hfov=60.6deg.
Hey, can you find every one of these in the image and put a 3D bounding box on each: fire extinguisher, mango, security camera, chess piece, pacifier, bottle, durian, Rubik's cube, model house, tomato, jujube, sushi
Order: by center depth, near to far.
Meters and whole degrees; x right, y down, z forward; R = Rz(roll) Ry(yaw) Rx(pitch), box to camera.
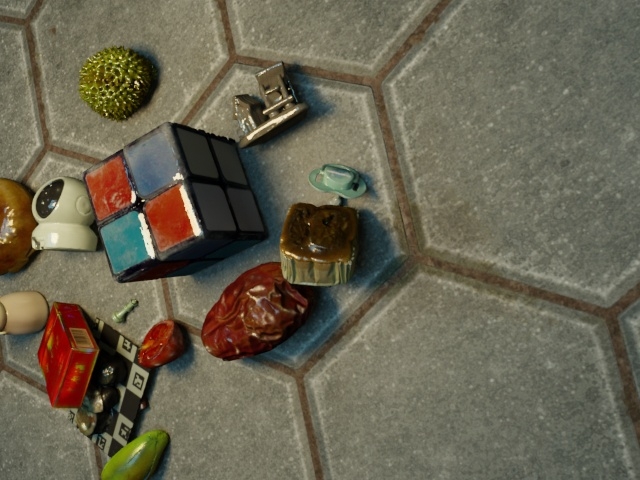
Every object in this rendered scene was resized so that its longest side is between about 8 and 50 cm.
[{"bbox_3d":[0.040,-0.135,1.405,0.150,0.127,0.116,8,134,-2],"label":"pacifier"},{"bbox_3d":[-0.179,0.193,1.443,0.342,0.216,0.216,-38,75,31],"label":"jujube"},{"bbox_3d":[-0.378,-0.089,1.459,0.318,0.316,0.313,-24,81,23],"label":"Rubik's cube"},{"bbox_3d":[-0.140,-0.365,1.462,0.229,0.122,0.188,-25,77,24],"label":"model house"},{"bbox_3d":[-0.456,0.316,1.598,0.139,0.159,0.091,-29,120,20],"label":"tomato"},{"bbox_3d":[-0.547,0.663,1.636,0.233,0.125,0.111,-40,43,-3],"label":"mango"},{"bbox_3d":[-0.617,-0.478,1.651,0.237,0.176,0.200,-41,94,6],"label":"durian"},{"bbox_3d":[-0.698,0.471,1.689,0.296,0.100,0.373,25,100,30],"label":"sushi"},{"bbox_3d":[-0.561,0.474,1.693,0.032,0.046,0.100,-12,72,-22],"label":"fire extinguisher"},{"bbox_3d":[-0.607,0.215,1.707,0.093,0.042,0.042,-42,74,11],"label":"chess piece"},{"bbox_3d":[-0.793,-0.082,1.715,0.194,0.194,0.236,2,85,24],"label":"security camera"},{"bbox_3d":[-1.032,0.243,1.784,0.147,0.236,0.147,0,89,24],"label":"bottle"}]

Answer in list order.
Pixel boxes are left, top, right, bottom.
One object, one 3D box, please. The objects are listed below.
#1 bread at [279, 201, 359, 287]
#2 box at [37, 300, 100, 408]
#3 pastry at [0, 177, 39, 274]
[{"bbox_3d":[0.000,0.001,1.344,0.192,0.110,0.210,5,48,8],"label":"bread"},{"bbox_3d":[-0.782,0.343,1.681,0.313,0.089,0.197,32,105,51],"label":"box"},{"bbox_3d":[-1.093,-0.047,1.860,0.356,0.164,0.356,-2,85,29],"label":"pastry"}]
